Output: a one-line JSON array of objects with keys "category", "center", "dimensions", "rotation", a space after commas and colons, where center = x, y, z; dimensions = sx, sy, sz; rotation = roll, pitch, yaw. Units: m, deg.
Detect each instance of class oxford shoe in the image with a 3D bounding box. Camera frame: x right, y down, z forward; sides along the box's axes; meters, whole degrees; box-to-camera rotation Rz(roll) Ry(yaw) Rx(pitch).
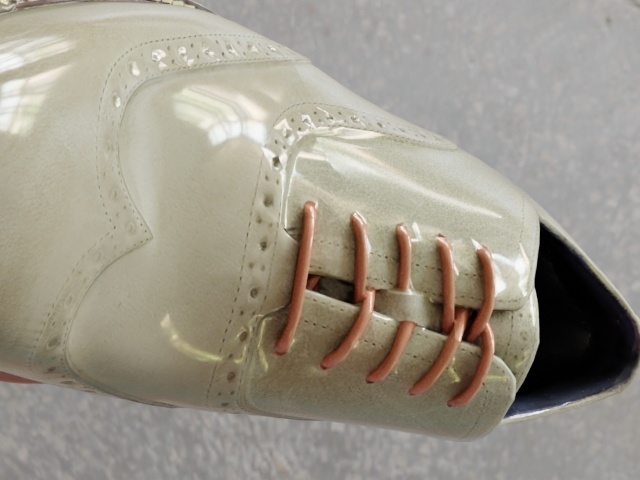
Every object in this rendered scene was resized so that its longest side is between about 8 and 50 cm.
[{"category": "oxford shoe", "center": [0.000, 0.000, 0.518], "dimensions": [0.146, 0.397, 0.140], "rotation": [19, 96, 32]}]
